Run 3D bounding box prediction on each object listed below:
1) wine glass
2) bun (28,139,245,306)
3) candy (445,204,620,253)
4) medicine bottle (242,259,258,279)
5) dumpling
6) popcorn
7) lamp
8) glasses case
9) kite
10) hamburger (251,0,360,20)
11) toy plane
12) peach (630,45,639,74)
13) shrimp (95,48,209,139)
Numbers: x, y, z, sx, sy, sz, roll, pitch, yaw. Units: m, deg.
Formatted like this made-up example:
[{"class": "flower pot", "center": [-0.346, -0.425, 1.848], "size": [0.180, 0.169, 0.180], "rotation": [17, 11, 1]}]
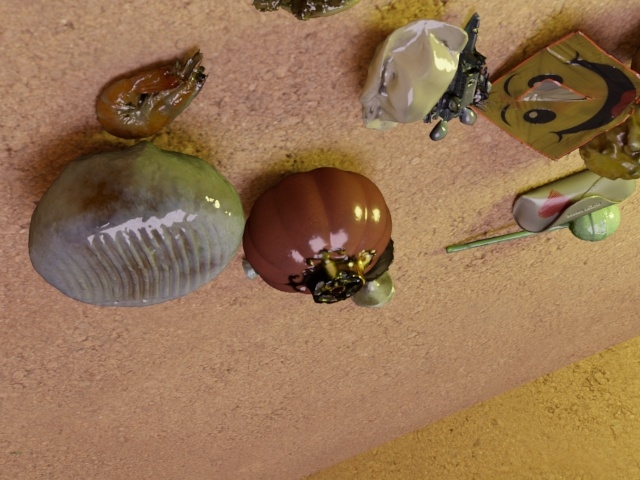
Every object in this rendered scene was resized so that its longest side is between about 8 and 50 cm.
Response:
[{"class": "wine glass", "center": [0.108, 0.070, 1.887], "size": [0.156, 0.156, 0.232], "rotation": [-20, 156, 1]}, {"class": "bun", "center": [-0.316, -0.030, 1.384], "size": [0.362, 0.211, 0.362], "rotation": [-16, 154, -8]}, {"class": "candy", "center": [0.535, -0.021, 2.041], "size": [0.440, 0.119, 0.119], "rotation": [-13, 151, 4]}, {"class": "medicine bottle", "center": [-0.079, 0.029, 1.790], "size": [0.191, 0.051, 0.051], "rotation": [-24, 151, 8]}, {"class": "dumpling", "center": [0.138, -0.268, 1.327], "size": [0.163, 0.132, 0.250], "rotation": [-5, 148, -31]}, {"class": "popcorn", "center": [0.639, -0.218, 1.668], "size": [0.218, 0.169, 0.189], "rotation": [-42, 146, 25]}, {"class": "lamp", "center": [0.000, 0.000, 1.590], "size": [0.306, 0.239, 0.305], "rotation": [-15, 151, -9]}, {"class": "glasses case", "center": [0.619, -0.108, 1.931], "size": [0.308, 0.083, 0.128], "rotation": [-21, 152, 3]}, {"class": "kite", "center": [0.438, -0.262, 1.526], "size": [0.328, 0.013, 0.377], "rotation": [0, 151, 6]}, {"class": "hamburger", "center": [-0.015, -0.359, 1.056], "size": [0.185, 0.159, 0.131], "rotation": [-38, 154, -5]}, {"class": "toy plane", "center": [0.254, -0.288, 1.413], "size": [0.169, 0.078, 0.246], "rotation": [-26, 153, -25]}, {"class": "peach", "center": [0.704, -0.314, 1.490], "size": [0.233, 0.232, 0.232], "rotation": [-14, 151, -8]}, {"class": "shrimp", "center": [-0.261, -0.225, 1.251], "size": [0.217, 0.051, 0.115], "rotation": [-31, 147, 25]}]
